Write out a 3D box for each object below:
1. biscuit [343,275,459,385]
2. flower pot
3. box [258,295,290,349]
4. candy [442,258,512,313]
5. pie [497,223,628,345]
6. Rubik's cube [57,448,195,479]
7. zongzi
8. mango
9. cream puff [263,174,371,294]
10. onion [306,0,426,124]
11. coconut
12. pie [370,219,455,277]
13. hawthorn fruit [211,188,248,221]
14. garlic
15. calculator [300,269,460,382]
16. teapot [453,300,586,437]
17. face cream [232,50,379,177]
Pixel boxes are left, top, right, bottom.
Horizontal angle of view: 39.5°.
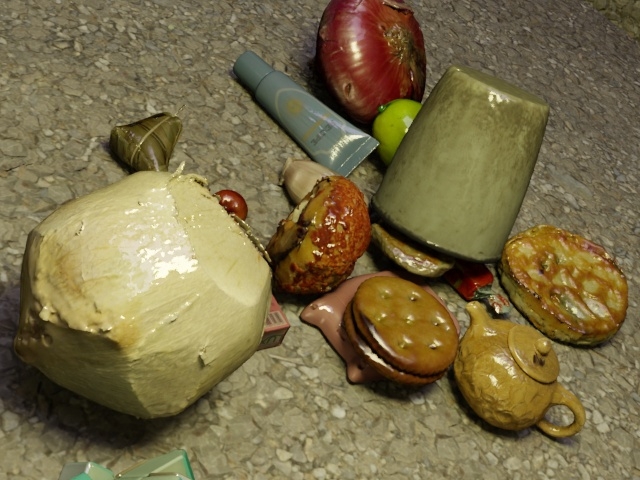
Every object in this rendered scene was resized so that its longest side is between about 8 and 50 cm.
[{"bbox_3d":[0.146,0.159,1.589,0.220,0.066,0.220,20,37,-16],"label":"biscuit"},{"bbox_3d":[0.296,-0.159,1.783,0.293,0.330,0.293,20,21,-8],"label":"flower pot"},{"bbox_3d":[-0.141,0.135,1.531,0.156,0.060,0.111,-5,50,-37],"label":"box"},{"bbox_3d":[0.287,0.051,1.866,0.086,0.059,0.292,-23,60,-41],"label":"candy"},{"bbox_3d":[0.528,0.100,1.937,0.315,0.092,0.315,13,47,-14],"label":"pie"},{"bbox_3d":[-0.232,0.366,1.093,0.224,0.265,0.213,-21,94,-43],"label":"Rubik's cube"},{"bbox_3d":[-0.294,-0.175,1.751,0.178,0.081,0.189,43,43,17],"label":"zongzi"},{"bbox_3d":[0.263,-0.196,2.034,0.343,0.156,0.192,25,46,-27],"label":"mango"},{"bbox_3d":[0.000,0.000,1.637,0.164,0.240,0.240,47,38,-11],"label":"cream puff"},{"bbox_3d":[0.097,-0.437,2.142,0.347,0.285,0.348,15,71,-52],"label":"onion"},{"bbox_3d":[-0.267,0.087,1.303,0.360,0.346,0.346,-36,70,-25],"label":"coconut"},{"bbox_3d":[0.176,0.017,1.793,0.163,0.079,0.193,7,25,-44],"label":"pie"},{"bbox_3d":[-0.176,-0.059,1.712,0.081,0.081,0.093,32,10,4],"label":"hawthorn fruit"},{"bbox_3d":[0.042,-0.088,1.861,0.266,0.128,0.148,32,51,-13],"label":"garlic"},{"bbox_3d":[0.131,0.146,1.686,0.329,0.048,0.220,-15,55,-43],"label":"calculator"},{"bbox_3d":[0.365,0.235,1.614,0.311,0.167,0.203,45,37,0],"label":"teapot"},{"bbox_3d":[-0.049,-0.290,2.008,0.135,0.086,0.385,-45,71,-3],"label":"face cream"}]
